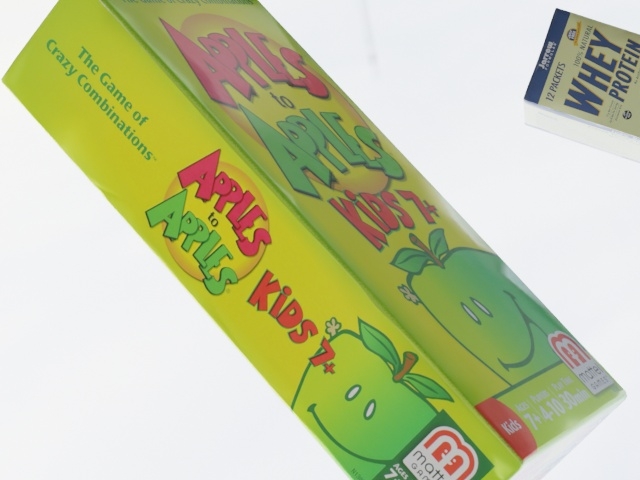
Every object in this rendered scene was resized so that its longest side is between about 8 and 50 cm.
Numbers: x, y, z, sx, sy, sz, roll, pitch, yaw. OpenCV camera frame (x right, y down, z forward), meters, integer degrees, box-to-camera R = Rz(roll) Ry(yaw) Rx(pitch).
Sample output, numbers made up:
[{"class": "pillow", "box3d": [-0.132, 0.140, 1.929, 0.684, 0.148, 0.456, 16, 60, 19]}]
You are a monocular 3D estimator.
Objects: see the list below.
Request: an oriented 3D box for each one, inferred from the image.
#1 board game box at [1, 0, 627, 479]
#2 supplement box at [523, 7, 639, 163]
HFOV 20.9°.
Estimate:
[{"class": "board game box", "box3d": [0.000, 0.000, 0.505, 0.043, 0.181, 0.092, -48, 165, 24]}, {"class": "supplement box", "box3d": [0.163, -0.085, 0.987, 0.083, 0.056, 0.083, 19, 177, 9]}]
